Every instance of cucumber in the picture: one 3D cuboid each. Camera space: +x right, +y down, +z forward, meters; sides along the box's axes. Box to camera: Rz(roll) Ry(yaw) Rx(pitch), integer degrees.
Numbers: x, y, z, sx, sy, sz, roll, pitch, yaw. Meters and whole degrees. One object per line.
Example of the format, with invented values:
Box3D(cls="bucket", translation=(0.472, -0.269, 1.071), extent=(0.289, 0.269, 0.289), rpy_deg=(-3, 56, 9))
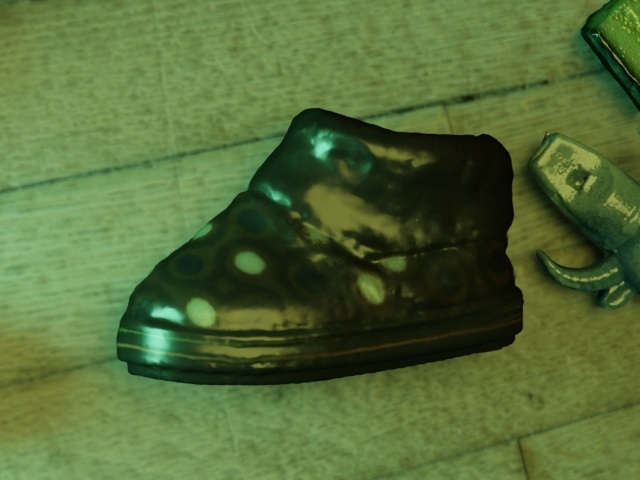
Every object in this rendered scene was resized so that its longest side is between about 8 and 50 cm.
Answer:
Box3D(cls="cucumber", translation=(0.332, -0.199, 1.436), extent=(0.116, 0.062, 0.115), rpy_deg=(-43, 98, -24))

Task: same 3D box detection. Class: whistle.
Box3D(cls="whistle", translation=(0.318, -0.008, 1.392), extent=(0.269, 0.093, 0.180), rpy_deg=(38, 93, -9))

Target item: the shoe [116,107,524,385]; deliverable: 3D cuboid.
Box3D(cls="shoe", translation=(0.000, 0.000, 1.251), extent=(0.384, 0.171, 0.237), rpy_deg=(-7, 92, -19))
